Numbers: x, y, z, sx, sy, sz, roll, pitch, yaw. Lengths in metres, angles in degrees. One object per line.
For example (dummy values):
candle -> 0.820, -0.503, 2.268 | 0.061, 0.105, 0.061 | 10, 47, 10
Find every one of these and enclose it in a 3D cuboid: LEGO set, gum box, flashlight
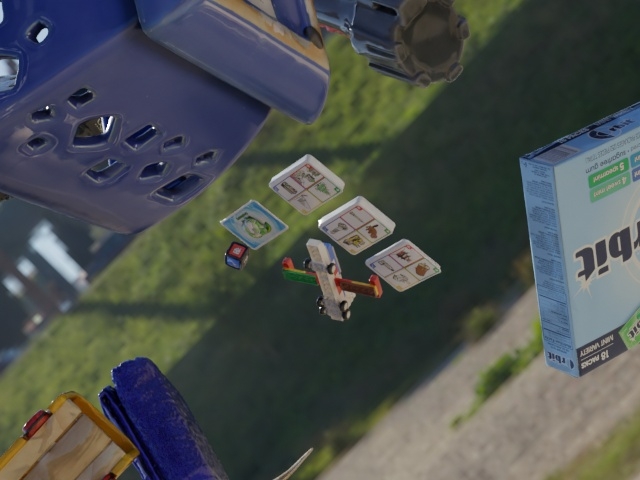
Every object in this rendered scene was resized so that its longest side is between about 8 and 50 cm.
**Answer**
LEGO set -> 0.000, 0.000, 1.764 | 0.244, 0.182, 0.060 | -32, 23, 53
gum box -> 0.238, -0.005, 1.346 | 0.157, 0.184, 0.041 | -25, 28, -30
flashlight -> 0.008, -0.200, 1.459 | 0.103, 0.304, 0.103 | -11, -64, -35

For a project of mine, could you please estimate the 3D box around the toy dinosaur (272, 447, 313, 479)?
toy dinosaur -> -0.092, 0.215, 1.317 | 0.183, 0.053, 0.092 | -18, -1, -21

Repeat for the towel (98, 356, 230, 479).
towel -> -0.132, 0.287, 1.827 | 0.076, 0.308, 0.227 | -30, -23, -4

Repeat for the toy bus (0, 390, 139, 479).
toy bus -> -0.261, 0.235, 1.563 | 0.202, 0.191, 0.104 | -1, -2, 2

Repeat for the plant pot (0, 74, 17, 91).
plant pot -> -0.358, -0.135, 1.948 | 0.109, 0.096, 0.109 | 4, 27, 40

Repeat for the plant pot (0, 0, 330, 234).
plant pot -> -0.136, -0.165, 1.172 | 0.212, 0.236, 0.236 | -24, -25, 23

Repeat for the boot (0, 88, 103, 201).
boot -> -0.303, -0.143, 1.877 | 0.246, 0.094, 0.207 | -7, 34, 31
